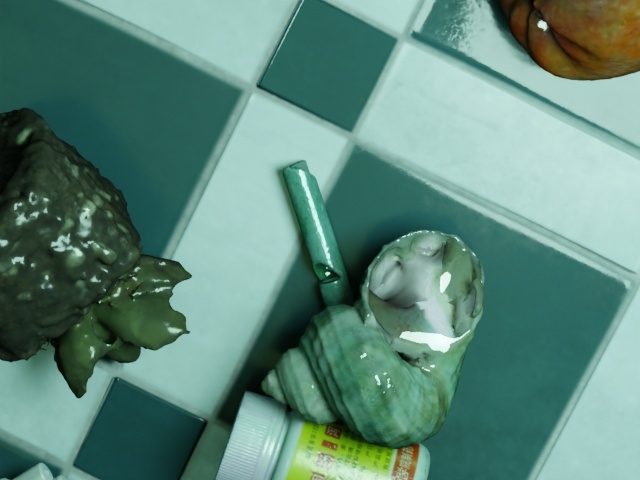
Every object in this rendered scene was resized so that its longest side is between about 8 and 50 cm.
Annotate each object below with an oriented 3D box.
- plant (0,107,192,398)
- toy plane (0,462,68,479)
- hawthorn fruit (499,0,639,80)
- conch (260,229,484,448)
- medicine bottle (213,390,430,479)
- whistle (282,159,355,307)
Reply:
[{"bbox_3d":[-0.295,0.025,1.830,0.215,0.213,0.312,-38,132,7],"label":"plant"},{"bbox_3d":[-0.313,0.380,1.921,0.245,0.117,0.244,0,98,3],"label":"toy plane"},{"bbox_3d":[0.326,-0.315,1.738,0.298,0.277,0.277,-18,99,-24],"label":"hawthorn fruit"},{"bbox_3d":[0.068,0.124,1.829,0.277,0.195,0.220,-22,104,1],"label":"conch"},{"bbox_3d":[0.000,0.264,1.883,0.225,0.139,0.139,19,99,-1],"label":"medicine bottle"},{"bbox_3d":[0.000,0.000,1.895,0.039,0.039,0.186,-17,98,4],"label":"whistle"}]
